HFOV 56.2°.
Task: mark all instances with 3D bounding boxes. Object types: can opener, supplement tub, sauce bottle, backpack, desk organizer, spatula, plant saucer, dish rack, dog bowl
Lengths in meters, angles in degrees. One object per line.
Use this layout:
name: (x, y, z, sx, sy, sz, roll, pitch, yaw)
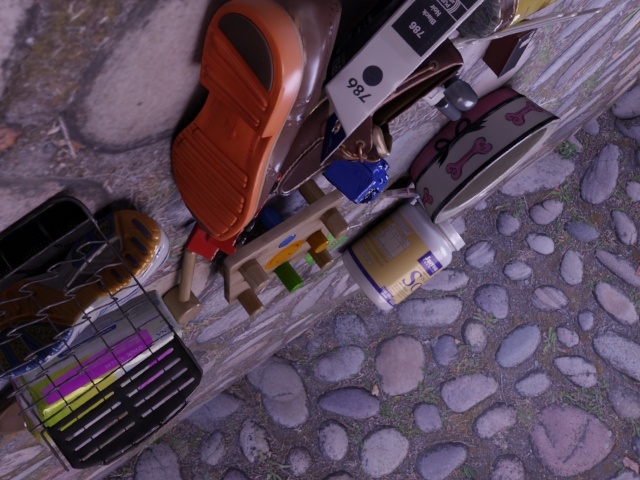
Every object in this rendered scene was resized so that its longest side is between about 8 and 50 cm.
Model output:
can opener: (0.256, -0.261, 1.132, 0.076, 0.095, 0.283, -40, 167, 18)
supplement tub: (0.259, 0.035, 1.887, 0.331, 0.241, 0.241, -39, 168, 8)
sauce bottle: (0.318, -0.385, 0.815, 0.344, 0.111, 0.111, -31, 166, -20)
backpack: (0.082, -0.124, 1.148, 0.101, 0.098, 0.120, -45, 165, 16)
desk organizer: (0.351, -0.365, 1.117, 0.047, 0.050, 0.130, -35, 168, -10)
spatula: (0.272, -0.308, 0.896, 0.168, 0.019, 0.242, -22, -163, -40)
plant saucer: (-0.490, 0.271, 1.143, 0.277, 0.041, 0.278, -35, 168, -8)
dish rack: (-0.273, 0.113, 0.664, 0.208, 0.272, 0.074, -36, 180, -4)
dog bowl: (0.409, -0.226, 1.561, 0.408, 0.150, 0.408, -36, 167, -9)

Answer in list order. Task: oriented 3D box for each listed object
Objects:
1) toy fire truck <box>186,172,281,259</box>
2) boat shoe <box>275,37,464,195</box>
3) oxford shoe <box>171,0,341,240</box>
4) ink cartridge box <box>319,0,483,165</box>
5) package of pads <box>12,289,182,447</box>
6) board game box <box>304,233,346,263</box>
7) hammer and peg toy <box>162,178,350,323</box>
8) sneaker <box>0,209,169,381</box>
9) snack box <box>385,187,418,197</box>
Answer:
toy fire truck: (-0.131, -0.045, 0.883, 0.192, 0.047, 0.135, -57, -158, 10)
boat shoe: (0.054, -0.165, 0.856, 0.342, 0.123, 0.123, -41, 167, 18)
oxford shoe: (-0.071, -0.121, 0.681, 0.132, 0.130, 0.364, -38, 172, -36)
ink cartridge box: (0.094, -0.241, 0.664, 0.332, 0.065, 0.165, -44, -161, 22)
package of pads: (-0.359, 0.214, 0.952, 0.229, 0.101, 0.296, -30, 167, -32)
board game box: (0.000, 0.000, 1.521, 0.124, 0.039, 0.259, -37, 165, 0)
hammer and peg toy: (-0.118, 0.047, 1.143, 0.361, 0.127, 0.266, -33, 167, -20)
sneaker: (-0.316, 0.081, 0.770, 0.296, 0.112, 0.131, -34, 172, -4)
snack box: (0.237, -0.132, 1.657, 0.064, 0.022, 0.178, -6, -179, 25)
